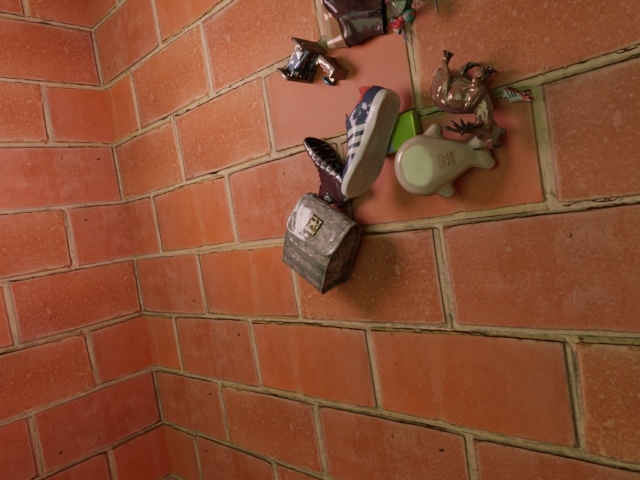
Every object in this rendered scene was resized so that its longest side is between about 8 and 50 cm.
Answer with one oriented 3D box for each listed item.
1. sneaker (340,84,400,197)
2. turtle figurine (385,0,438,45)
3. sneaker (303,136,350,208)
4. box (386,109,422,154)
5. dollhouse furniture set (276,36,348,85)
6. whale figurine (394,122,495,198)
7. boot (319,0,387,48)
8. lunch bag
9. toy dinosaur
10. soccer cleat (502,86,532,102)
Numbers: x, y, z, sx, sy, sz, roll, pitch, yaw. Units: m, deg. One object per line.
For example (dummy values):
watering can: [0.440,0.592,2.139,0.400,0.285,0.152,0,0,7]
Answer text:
sneaker: [0.125,-0.310,1.512,0.148,0.131,0.349,39,116,40]
turtle figurine: [0.242,-0.694,1.390,0.175,0.118,0.234,-31,71,42]
sneaker: [0.006,-0.223,1.703,0.281,0.106,0.162,52,131,22]
box: [0.229,-0.329,1.515,0.178,0.042,0.108,-8,92,44]
dollhouse furniture set: [-0.031,-0.577,1.647,0.183,0.129,0.129,50,127,24]
whale figurine: [0.352,-0.226,1.387,0.272,0.141,0.216,-13,92,19]
boot: [0.107,-0.745,1.538,0.207,0.090,0.248,-5,93,31]
lunch bag: [0.000,0.000,1.686,0.235,0.169,0.286,37,132,31]
toy dinosaur: [0.370,-0.379,1.300,0.296,0.127,0.200,45,122,40]
soccer cleat: [0.511,-0.372,1.260,0.083,0.029,0.035,38,131,35]
